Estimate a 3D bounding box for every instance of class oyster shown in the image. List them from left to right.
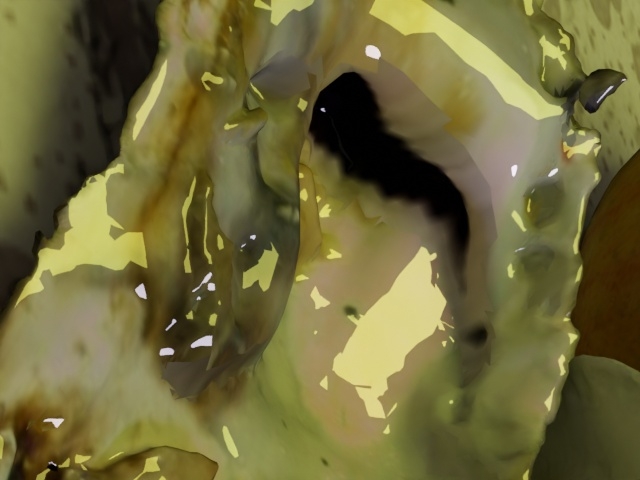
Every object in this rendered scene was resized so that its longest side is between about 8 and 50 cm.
[{"bbox_3d":[0.001,0.002,0.560,0.201,0.107,0.355,32,61,-24],"label":"oyster"}]

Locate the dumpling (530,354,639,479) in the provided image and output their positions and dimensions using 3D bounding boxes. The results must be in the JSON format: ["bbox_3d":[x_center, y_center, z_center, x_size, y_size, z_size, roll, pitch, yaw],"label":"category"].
[{"bbox_3d":[0.132,0.151,0.632,0.216,0.166,0.126,34,71,-19],"label":"dumpling"}]

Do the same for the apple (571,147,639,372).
[{"bbox_3d":[0.268,0.055,0.795,0.299,0.275,0.299,20,67,-56],"label":"apple"}]
